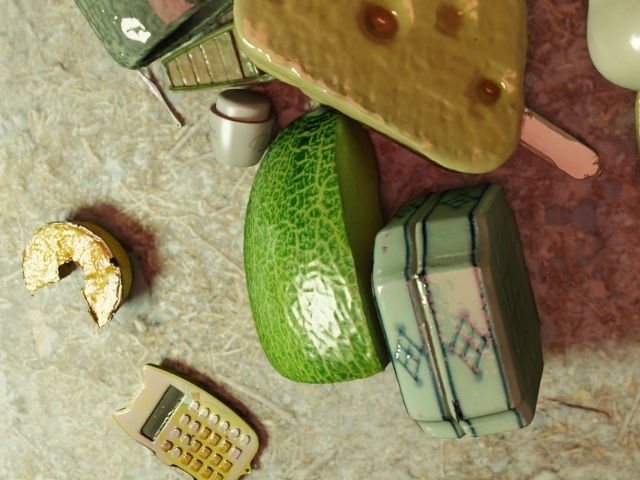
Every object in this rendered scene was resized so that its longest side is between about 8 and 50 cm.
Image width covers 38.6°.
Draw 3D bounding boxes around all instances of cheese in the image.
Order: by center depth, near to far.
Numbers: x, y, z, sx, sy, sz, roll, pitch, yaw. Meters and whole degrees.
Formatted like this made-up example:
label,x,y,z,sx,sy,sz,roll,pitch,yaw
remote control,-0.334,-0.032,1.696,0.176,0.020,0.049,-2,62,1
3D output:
label,x,y,z,sx,sy,sz,roll,pitch,yaw
cheese,0.120,-0.303,1.118,0.383,0.104,0.384,0,96,-3

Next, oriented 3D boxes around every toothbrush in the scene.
label,x,y,z,sx,sy,sz,roll,pitch,yaw
toothbrush,-0.241,-0.218,1.331,0.011,0.013,0.131,-31,97,30

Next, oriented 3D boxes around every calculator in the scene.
label,x,y,z,sx,sy,sz,roll,pitch,yaw
calculator,-0.206,0.300,1.458,0.236,0.033,0.157,36,110,1

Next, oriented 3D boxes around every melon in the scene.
label,x,y,z,sx,sy,sz,roll,pitch,yaw
melon,0.000,0.000,1.245,0.226,0.331,0.344,-19,93,-16

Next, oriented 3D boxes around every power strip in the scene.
label,x,y,z,sx,sy,sz,roll,pitch,yaw
power strip,0.287,-0.139,1.203,0.191,0.030,0.048,34,110,4

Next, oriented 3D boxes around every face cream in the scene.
label,x,y,z,sx,sy,sz,roll,pitch,yaw
face cream,-0.111,-0.157,1.273,0.091,0.091,0.095,16,116,10

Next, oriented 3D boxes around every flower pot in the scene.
label,x,y,z,sx,sy,sz,roll,pitch,yaw
flower pot,-0.213,-0.400,1.131,0.299,0.299,0.283,-33,98,21

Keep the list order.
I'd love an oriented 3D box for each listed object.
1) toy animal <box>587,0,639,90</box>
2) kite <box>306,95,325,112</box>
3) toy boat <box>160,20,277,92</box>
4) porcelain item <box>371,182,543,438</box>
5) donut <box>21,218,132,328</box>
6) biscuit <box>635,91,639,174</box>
label,x,y,z,sx,sy,sz,roll,pitch,yaw
toy animal,0.397,-0.306,1.037,0.212,0.212,0.267,-14,97,18
kite,0.057,-0.273,1.237,0.267,0.013,0.323,37,113,4
toy boat,-0.078,-0.264,1.246,0.293,0.055,0.093,-12,101,21
porcelain item,0.176,0.086,1.161,0.157,0.286,0.282,-10,104,20
donut,-0.364,0.038,1.404,0.181,0.078,0.146,24,109,14
biscuit,0.430,-0.109,1.161,0.052,0.056,0.188,-5,105,18
